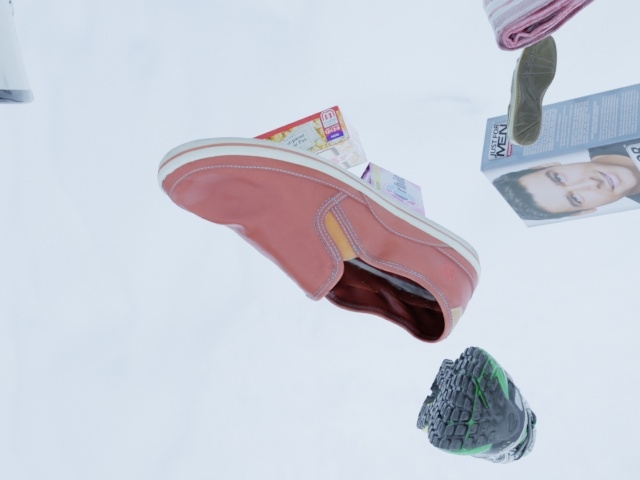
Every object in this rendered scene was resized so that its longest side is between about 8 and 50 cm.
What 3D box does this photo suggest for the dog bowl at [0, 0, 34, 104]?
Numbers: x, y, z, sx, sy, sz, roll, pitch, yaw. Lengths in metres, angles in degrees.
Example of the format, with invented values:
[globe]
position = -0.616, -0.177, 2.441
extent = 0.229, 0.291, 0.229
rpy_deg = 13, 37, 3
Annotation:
[dog bowl]
position = -0.461, -0.204, 1.003
extent = 0.408, 0.407, 0.151
rpy_deg = 12, 101, 53

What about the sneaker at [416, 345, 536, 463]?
[sneaker]
position = 0.221, 0.219, 1.453
extent = 0.343, 0.146, 0.134
rpy_deg = 82, -149, -86

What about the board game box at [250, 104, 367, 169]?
[board game box]
position = -0.049, -0.092, 1.360
extent = 0.193, 0.147, 0.045
rpy_deg = -20, 80, 7

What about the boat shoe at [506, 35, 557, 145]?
[boat shoe]
position = 0.280, -0.204, 1.530
extent = 0.048, 0.056, 0.153
rpy_deg = -148, 64, -75

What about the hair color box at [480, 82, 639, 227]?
[hair color box]
position = 0.463, -0.138, 1.787
extent = 0.374, 0.185, 0.114
rpy_deg = -10, 54, 34

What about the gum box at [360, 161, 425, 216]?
[gum box]
position = 0.121, -0.056, 1.983
extent = 0.062, 0.107, 0.188
rpy_deg = -60, 13, 23

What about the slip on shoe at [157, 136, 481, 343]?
[slip on shoe]
position = 0.000, 0.000, 1.068
extent = 0.123, 0.331, 0.101
rpy_deg = -47, 21, 51

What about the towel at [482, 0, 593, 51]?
[towel]
position = 0.291, -0.325, 1.293
extent = 0.237, 0.037, 0.329
rpy_deg = -30, 20, 16
